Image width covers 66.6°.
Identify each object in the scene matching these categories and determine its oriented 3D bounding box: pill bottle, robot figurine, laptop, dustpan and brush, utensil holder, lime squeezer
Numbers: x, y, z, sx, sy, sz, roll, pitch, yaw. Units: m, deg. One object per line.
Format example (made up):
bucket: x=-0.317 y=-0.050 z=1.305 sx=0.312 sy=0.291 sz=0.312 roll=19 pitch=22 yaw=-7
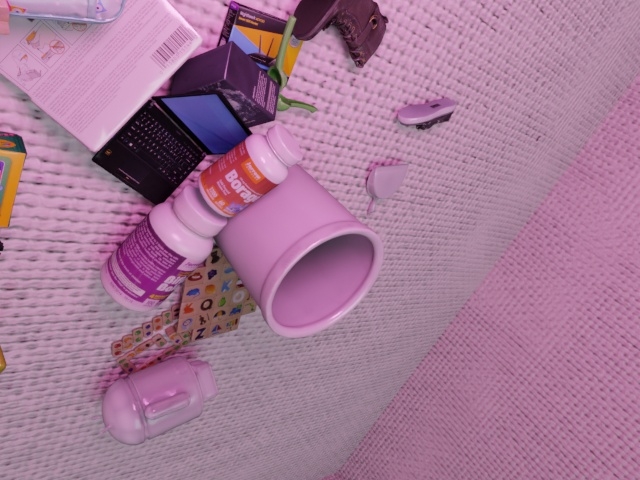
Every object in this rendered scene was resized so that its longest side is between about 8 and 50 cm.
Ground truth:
pill bottle: x=-0.363 y=0.018 z=1.147 sx=0.301 sy=0.169 sz=0.169 roll=-43 pitch=144 yaw=17
robot figurine: x=-0.496 y=0.481 z=1.473 sx=0.353 sy=0.200 sz=0.300 roll=-17 pitch=179 yaw=-33
laptop: x=-0.289 y=-0.183 z=1.040 sx=0.264 sy=0.136 sz=0.234 roll=-49 pitch=154 yaw=-5
pill bottle: x=-0.150 y=-0.153 z=1.055 sx=0.216 sy=0.121 sz=0.121 roll=-32 pitch=147 yaw=20
dustpan and brush: x=0.199 y=-0.164 z=1.613 sx=0.147 sy=0.060 sz=0.211 roll=-11 pitch=126 yaw=-33
utensil holder: x=-0.082 y=-0.007 z=1.229 sx=0.327 sy=0.385 sz=0.328 roll=-24 pitch=139 yaw=-22
lime squeezer: x=-0.072 y=-0.349 z=1.082 sx=0.110 sy=0.059 sz=0.310 roll=-22 pitch=158 yaw=0

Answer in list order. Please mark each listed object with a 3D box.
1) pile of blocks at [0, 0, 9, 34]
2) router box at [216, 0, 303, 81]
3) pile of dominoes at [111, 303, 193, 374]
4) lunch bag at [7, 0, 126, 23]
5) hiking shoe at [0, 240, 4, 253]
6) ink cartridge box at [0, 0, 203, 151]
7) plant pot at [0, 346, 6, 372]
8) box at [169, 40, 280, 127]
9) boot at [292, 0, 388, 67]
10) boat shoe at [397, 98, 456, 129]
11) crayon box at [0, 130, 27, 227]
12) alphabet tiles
pile of blocks: x=-0.582 y=-0.244 z=0.678 sx=0.362 sy=0.113 sz=0.149 roll=-30 pitch=152 yaw=-1
router box: x=-0.130 y=-0.421 z=1.055 sx=0.179 sy=0.046 sz=0.133 roll=-2 pitch=128 yaw=-42
pile of dominoes: x=-0.490 y=0.313 z=1.466 sx=0.251 sy=0.040 sz=0.196 roll=-32 pitch=142 yaw=-14
lunch bag: x=-0.389 y=-0.466 z=0.695 sx=0.224 sy=0.108 sz=0.279 roll=-6 pitch=123 yaw=-29
hiking shoe: x=-0.674 y=0.016 z=0.887 sx=0.132 sy=0.113 sz=0.304 roll=26 pitch=154 yaw=-20
ink cartridge box: x=-0.405 y=-0.353 z=0.863 sx=0.296 sy=0.066 sz=0.261 roll=-44 pitch=118 yaw=2
plant pot: x=-0.791 y=0.230 z=0.969 sx=0.228 sy=0.227 sz=0.207 roll=-44 pitch=150 yaw=1
box: x=-0.195 y=-0.307 z=1.007 sx=0.158 sy=0.156 sz=0.093 roll=31 pitch=59 yaw=-51
boot: x=0.063 y=-0.484 z=1.110 sx=0.263 sy=0.091 sz=0.229 roll=-53 pitch=146 yaw=-11
boat shoe: x=0.324 y=-0.376 z=1.494 sx=0.228 sy=0.080 sz=0.076 roll=-26 pitch=139 yaw=-32
crayon box: x=-0.678 y=-0.120 z=0.831 sx=0.278 sy=0.081 sz=0.165 roll=5 pitch=123 yaw=-45
alphabet tiles: x=-0.292 y=0.158 z=1.478 sx=0.285 sy=0.011 sz=0.343 roll=-10 pitch=128 yaw=-42
